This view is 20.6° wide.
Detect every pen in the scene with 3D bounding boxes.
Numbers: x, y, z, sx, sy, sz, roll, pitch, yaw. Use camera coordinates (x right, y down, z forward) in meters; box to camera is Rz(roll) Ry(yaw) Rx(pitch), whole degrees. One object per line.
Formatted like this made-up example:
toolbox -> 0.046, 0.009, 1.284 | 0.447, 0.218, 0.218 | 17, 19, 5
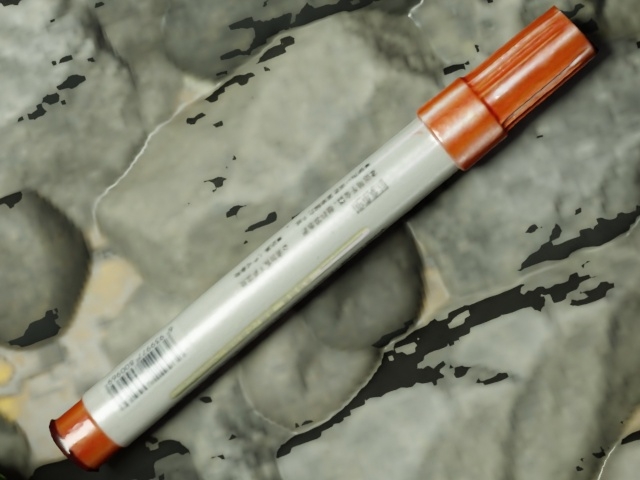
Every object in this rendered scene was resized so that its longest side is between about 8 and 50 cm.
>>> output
pen -> 0.000, 0.000, 0.631 | 0.239, 0.028, 0.028 | -40, 79, 4

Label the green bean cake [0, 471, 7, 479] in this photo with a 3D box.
green bean cake -> -0.216, 0.095, 0.575 | 0.214, 0.200, 0.113 | 29, 99, 8
